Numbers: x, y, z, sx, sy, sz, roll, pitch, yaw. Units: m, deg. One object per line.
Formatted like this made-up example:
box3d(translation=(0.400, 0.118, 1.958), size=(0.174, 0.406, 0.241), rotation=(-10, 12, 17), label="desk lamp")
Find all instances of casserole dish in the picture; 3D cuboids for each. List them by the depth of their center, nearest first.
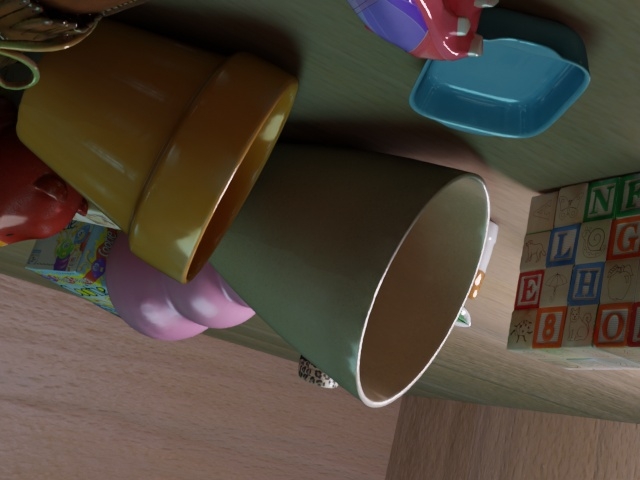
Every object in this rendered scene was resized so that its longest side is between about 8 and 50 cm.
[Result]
box3d(translation=(0.133, -0.125, 0.728), size=(0.114, 0.037, 0.188), rotation=(14, 167, -2), label="casserole dish")

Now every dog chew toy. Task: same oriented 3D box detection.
box3d(translation=(-0.167, 0.045, 1.452), size=(0.331, 0.207, 0.206), rotation=(-6, 158, 38), label="dog chew toy")

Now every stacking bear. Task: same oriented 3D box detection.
box3d(translation=(-0.357, -0.096, 0.916), size=(0.289, 0.164, 0.175), rotation=(30, 167, 3), label="stacking bear")

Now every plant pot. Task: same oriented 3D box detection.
box3d(translation=(-0.148, -0.095, 0.840), size=(0.188, 0.205, 0.205), rotation=(29, 167, 0), label="plant pot")
box3d(translation=(0.000, 0.000, 1.034), size=(0.274, 0.257, 0.256), rotation=(26, 174, 27), label="plant pot")

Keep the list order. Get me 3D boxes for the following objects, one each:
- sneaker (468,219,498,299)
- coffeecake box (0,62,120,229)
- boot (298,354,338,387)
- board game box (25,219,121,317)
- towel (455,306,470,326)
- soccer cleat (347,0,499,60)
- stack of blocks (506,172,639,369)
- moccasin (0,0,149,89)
box3d(translation=(0.120, 0.038, 1.273), size=(0.105, 0.123, 0.290), rotation=(16, 169, -20), label="sneaker")
box3d(translation=(-0.271, -0.100, 1.018), size=(0.185, 0.142, 0.068), rotation=(11, 167, 9), label="coffeecake box")
box3d(translation=(-0.014, 0.150, 1.712), size=(0.085, 0.179, 0.236), rotation=(10, -177, -25), label="boot")
box3d(translation=(-0.330, 0.044, 1.638), size=(0.144, 0.142, 0.275), rotation=(2, 155, 40), label="board game box")
box3d(translation=(0.086, 0.074, 1.502), size=(0.247, 0.038, 0.325), rotation=(14, 180, -7), label="towel")
box3d(translation=(0.028, -0.172, 0.545), size=(0.095, 0.083, 0.248), rotation=(12, 171, 27), label="soccer cleat")
box3d(translation=(0.313, 0.029, 0.906), size=(0.087, 0.171, 0.297), rotation=(19, 165, -25), label="stack of blocks")
box3d(translation=(-0.252, -0.170, 0.676), size=(0.380, 0.147, 0.139), rotation=(5, 165, 34), label="moccasin")
